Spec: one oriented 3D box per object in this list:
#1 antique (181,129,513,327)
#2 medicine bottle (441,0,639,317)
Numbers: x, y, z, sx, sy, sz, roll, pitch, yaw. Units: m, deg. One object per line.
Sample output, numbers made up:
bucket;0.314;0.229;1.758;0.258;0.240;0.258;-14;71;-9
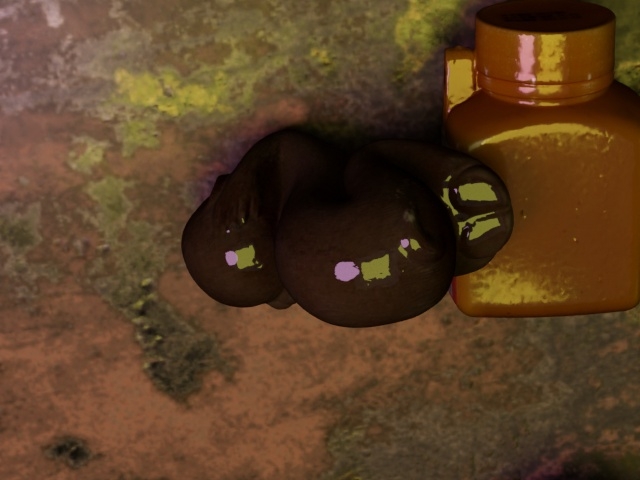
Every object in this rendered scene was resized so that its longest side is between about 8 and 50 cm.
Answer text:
antique;0.000;0.000;1.132;0.143;0.257;0.121;-34;119;-36
medicine bottle;0.166;-0.061;1.166;0.149;0.112;0.222;-2;112;-1
